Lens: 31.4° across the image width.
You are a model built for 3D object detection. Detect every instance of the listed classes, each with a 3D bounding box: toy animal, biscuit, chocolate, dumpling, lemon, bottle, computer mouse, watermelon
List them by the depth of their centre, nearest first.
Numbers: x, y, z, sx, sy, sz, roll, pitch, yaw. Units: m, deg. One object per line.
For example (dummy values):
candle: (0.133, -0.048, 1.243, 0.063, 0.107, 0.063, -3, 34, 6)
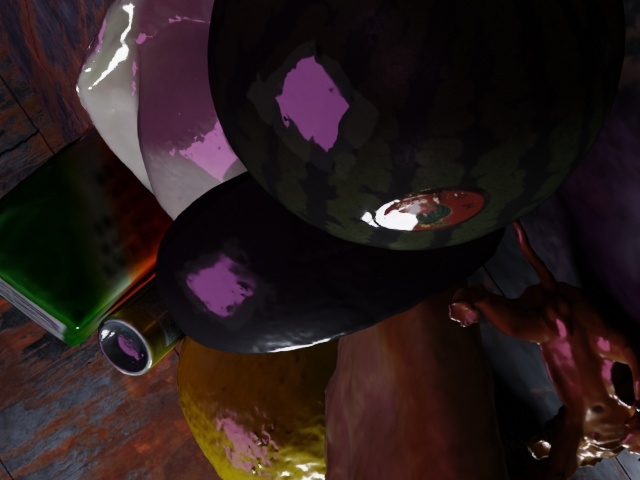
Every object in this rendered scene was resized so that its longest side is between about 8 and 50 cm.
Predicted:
watermelon: (0.044, -0.096, 0.569, 0.212, 0.212, 0.212, 52, 164, 21)
toy animal: (0.164, 0.066, 0.770, 0.116, 0.114, 0.255, -68, -40, -61)
computer mouse: (0.000, 0.000, 0.790, 0.137, 0.269, 0.086, 62, -167, -10)
dumpling: (-0.073, -0.094, 0.928, 0.260, 0.181, 0.341, 37, 168, -8)
biscuit: (0.068, 0.246, 0.947, 0.429, 0.104, 0.446, 108, 158, -58)
lemon: (-0.035, 0.179, 1.323, 0.320, 0.245, 0.245, 47, 162, 41)
chocolate: (-0.233, -0.037, 1.343, 0.161, 0.341, 0.360, 48, 165, -3)
bottle: (-0.160, 0.059, 1.417, 0.082, 0.286, 0.082, 15, 124, 24)
